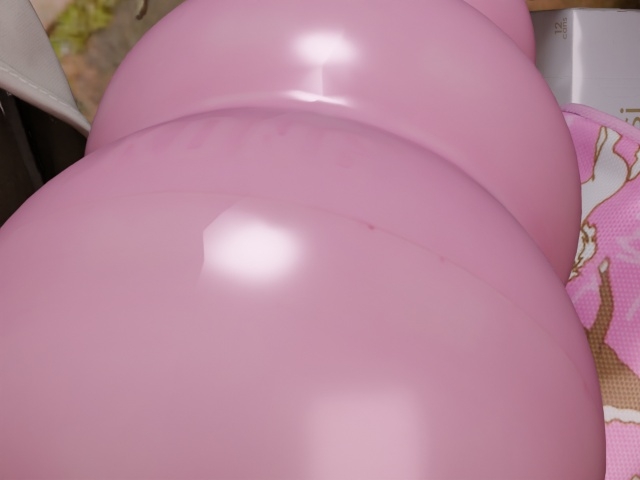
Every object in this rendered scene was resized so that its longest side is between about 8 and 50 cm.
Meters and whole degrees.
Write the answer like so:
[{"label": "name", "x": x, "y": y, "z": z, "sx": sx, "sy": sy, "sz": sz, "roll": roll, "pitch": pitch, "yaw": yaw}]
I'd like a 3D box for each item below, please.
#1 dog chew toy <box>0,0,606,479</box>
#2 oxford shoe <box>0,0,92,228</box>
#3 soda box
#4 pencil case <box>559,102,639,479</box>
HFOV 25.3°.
[{"label": "dog chew toy", "x": 0.000, "y": 0.000, "z": 0.495, "sx": 0.206, "sy": 0.207, "sz": 0.331, "roll": 43, "pitch": 42, "yaw": -28}, {"label": "oxford shoe", "x": -0.189, "y": -0.112, "z": 0.514, "sx": 0.169, "sy": 0.130, "sz": 0.449, "roll": -29, "pitch": 108, "yaw": -25}, {"label": "soda box", "x": 0.133, "y": -0.013, "z": 0.754, "sx": 0.069, "sy": 0.074, "sz": 0.216, "roll": -5, "pitch": 97, "yaw": -32}, {"label": "pencil case", "x": 0.042, "y": 0.128, "z": 0.617, "sx": 0.386, "sy": 0.160, "sz": 0.167, "roll": -50, "pitch": 162, "yaw": -4}]
